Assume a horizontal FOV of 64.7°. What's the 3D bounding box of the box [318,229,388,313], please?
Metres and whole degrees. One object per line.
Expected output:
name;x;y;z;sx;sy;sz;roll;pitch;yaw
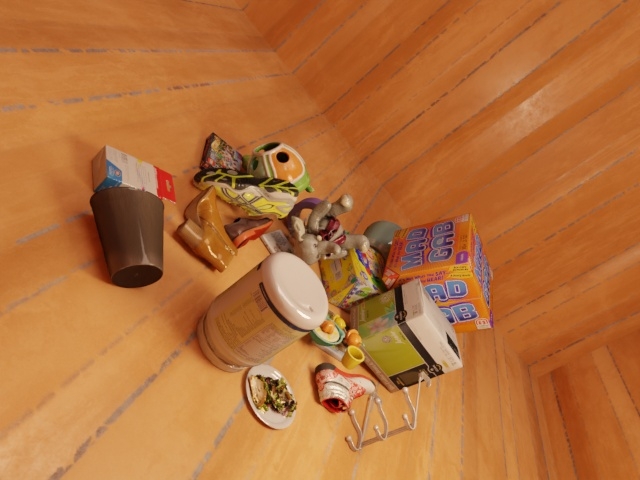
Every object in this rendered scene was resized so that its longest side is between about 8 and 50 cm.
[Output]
box;0.156;0.160;2.209;0.279;0.177;0.290;33;31;-38

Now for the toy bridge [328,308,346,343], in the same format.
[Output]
toy bridge;0.050;0.309;1.951;0.188;0.026;0.063;52;23;-1

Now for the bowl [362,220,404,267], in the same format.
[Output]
bowl;0.292;0.072;2.467;0.163;0.311;0.311;-29;82;-46

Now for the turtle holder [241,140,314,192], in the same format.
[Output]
turtle holder;-0.185;-0.287;2.062;0.320;0.243;0.227;-119;-172;-62

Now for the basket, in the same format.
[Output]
basket;-0.496;-0.003;1.330;0.204;0.154;0.226;20;44;-49

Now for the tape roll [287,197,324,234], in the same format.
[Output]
tape roll;-0.042;-0.086;2.167;0.189;0.189;0.080;52;24;-3

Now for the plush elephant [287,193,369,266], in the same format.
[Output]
plush elephant;0.000;0.000;1.974;0.255;0.330;0.271;-71;150;-54

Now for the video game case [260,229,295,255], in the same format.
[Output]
video game case;-0.161;0.028;2.014;0.143;0.019;0.157;56;24;5

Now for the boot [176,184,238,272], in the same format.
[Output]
boot;-0.355;-0.038;1.690;0.211;0.104;0.295;47;30;-25

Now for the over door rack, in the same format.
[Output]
over door rack;0.230;0.566;1.735;0.108;0.239;0.324;59;25;-1

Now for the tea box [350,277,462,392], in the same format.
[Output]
tea box;0.332;0.382;1.999;0.329;0.324;0.220;53;22;-27

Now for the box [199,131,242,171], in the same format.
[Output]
box;-0.396;-0.318;2.030;0.159;0.044;0.233;38;29;-30

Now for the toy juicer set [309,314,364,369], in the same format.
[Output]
toy juicer set;0.024;0.303;1.812;0.329;0.089;0.209;33;27;-1

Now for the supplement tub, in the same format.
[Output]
supplement tub;-0.166;0.206;1.409;0.235;0.325;0.235;40;28;-26

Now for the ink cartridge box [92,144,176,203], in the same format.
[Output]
ink cartridge box;-0.559;-0.177;1.523;0.231;0.078;0.134;24;38;-46

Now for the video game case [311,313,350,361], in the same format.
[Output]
video game case;0.043;0.359;1.932;0.212;0.023;0.193;39;29;-29

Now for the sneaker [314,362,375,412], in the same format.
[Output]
sneaker;0.092;0.526;1.725;0.270;0.090;0.145;31;34;-33

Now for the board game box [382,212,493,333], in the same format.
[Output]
board game box;0.522;0.157;2.185;0.356;0.357;0.356;62;30;-27

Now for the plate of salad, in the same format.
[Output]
plate of salad;-0.136;0.449;1.476;0.200;0.048;0.200;40;27;-25

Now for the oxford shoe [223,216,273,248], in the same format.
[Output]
oxford shoe;-0.262;-0.055;1.866;0.098;0.097;0.271;47;24;4

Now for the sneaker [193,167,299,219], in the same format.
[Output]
sneaker;-0.278;-0.163;1.858;0.385;0.147;0.145;12;29;-11
